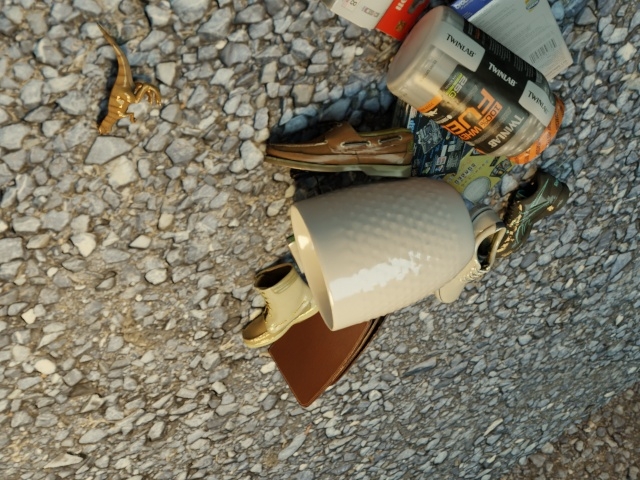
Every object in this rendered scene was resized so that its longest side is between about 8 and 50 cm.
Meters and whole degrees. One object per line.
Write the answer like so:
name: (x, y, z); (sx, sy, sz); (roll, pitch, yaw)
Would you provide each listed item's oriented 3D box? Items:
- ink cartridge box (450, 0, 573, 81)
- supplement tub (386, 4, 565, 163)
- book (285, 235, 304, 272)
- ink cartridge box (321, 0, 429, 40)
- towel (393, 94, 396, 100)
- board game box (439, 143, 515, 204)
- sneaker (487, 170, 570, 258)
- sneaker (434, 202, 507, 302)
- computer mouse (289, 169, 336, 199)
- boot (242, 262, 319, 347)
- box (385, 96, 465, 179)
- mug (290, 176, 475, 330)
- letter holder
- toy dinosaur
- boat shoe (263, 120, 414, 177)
ink cartridge box: (0.383, -0.425, 1.842); (0.186, 0.065, 0.311); (-38, 133, 3)
supplement tub: (0.303, -0.292, 1.746); (0.316, 0.193, 0.193); (30, 112, -14)
book: (0.000, 0.000, 2.043); (0.144, 0.035, 0.096); (-29, 137, -7)
ink cartridge box: (0.137, -0.470, 1.659); (0.232, 0.066, 0.189); (18, 118, -39)
towel: (0.228, -0.318, 1.894); (0.152, 0.023, 0.113); (-32, 141, -3)
board game box: (0.397, -0.209, 2.100); (0.243, 0.042, 0.165); (-45, 139, 13)
sneaker: (0.503, -0.068, 2.292); (0.106, 0.101, 0.267); (34, 108, -25)
sneaker: (0.324, 0.046, 1.980); (0.094, 0.091, 0.258); (-3, 128, -31)
computer mouse: (-0.007, -0.089, 1.943); (0.106, 0.042, 0.193); (-20, 135, -15)
boot: (-0.117, 0.147, 2.073); (0.213, 0.077, 0.165); (-32, 136, 7)
box: (0.231, -0.232, 1.916); (0.175, 0.051, 0.220); (-11, 133, -22)
mug: (0.132, 0.019, 1.908); (0.328, 0.276, 0.374); (-17, 168, -8)
letter holder: (0.047, 0.238, 2.164); (0.152, 0.214, 0.302); (13, 120, -42)
toy dinosaur: (-0.332, -0.258, 1.537); (0.112, 0.064, 0.211); (-4, 131, -30)
boat shoe: (0.038, -0.191, 1.818); (0.307, 0.111, 0.104); (2, 102, -16)
